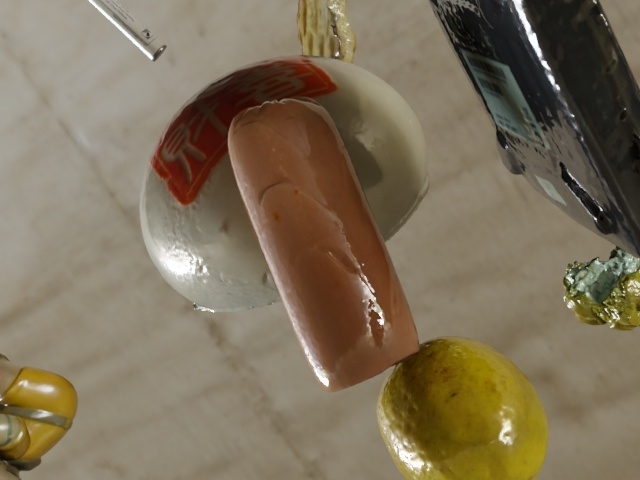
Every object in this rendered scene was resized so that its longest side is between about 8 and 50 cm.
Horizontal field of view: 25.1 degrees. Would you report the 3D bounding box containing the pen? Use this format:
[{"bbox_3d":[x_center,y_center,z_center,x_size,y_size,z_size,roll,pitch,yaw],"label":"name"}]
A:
[{"bbox_3d":[-0.258,-0.283,1.664,0.025,0.204,0.025,-47,176,-4],"label":"pen"}]

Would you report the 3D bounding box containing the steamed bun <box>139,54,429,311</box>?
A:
[{"bbox_3d":[-0.059,-0.091,1.757,0.374,0.241,0.374,-23,-158,10],"label":"steamed bun"}]

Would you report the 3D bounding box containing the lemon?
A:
[{"bbox_3d":[0.147,0.190,1.517,0.170,0.170,0.207,-35,-132,-3],"label":"lemon"}]

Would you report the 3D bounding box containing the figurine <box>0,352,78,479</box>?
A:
[{"bbox_3d":[-0.300,0.236,1.304,0.257,0.167,0.192,-65,-166,-13],"label":"figurine"}]

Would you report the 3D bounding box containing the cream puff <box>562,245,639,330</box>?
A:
[{"bbox_3d":[0.442,0.079,2.159,0.156,0.121,0.156,-20,-136,21],"label":"cream puff"}]

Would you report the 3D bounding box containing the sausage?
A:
[{"bbox_3d":[0.000,-0.001,1.467,0.121,0.304,0.121,-21,172,-3],"label":"sausage"}]

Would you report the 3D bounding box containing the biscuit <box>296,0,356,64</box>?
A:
[{"bbox_3d":[0.012,-0.317,2.100,0.061,0.183,0.118,3,149,-26],"label":"biscuit"}]

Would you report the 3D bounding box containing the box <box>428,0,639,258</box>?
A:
[{"bbox_3d":[0.209,-0.165,1.400,0.091,0.350,0.359,-29,-162,-3],"label":"box"}]
